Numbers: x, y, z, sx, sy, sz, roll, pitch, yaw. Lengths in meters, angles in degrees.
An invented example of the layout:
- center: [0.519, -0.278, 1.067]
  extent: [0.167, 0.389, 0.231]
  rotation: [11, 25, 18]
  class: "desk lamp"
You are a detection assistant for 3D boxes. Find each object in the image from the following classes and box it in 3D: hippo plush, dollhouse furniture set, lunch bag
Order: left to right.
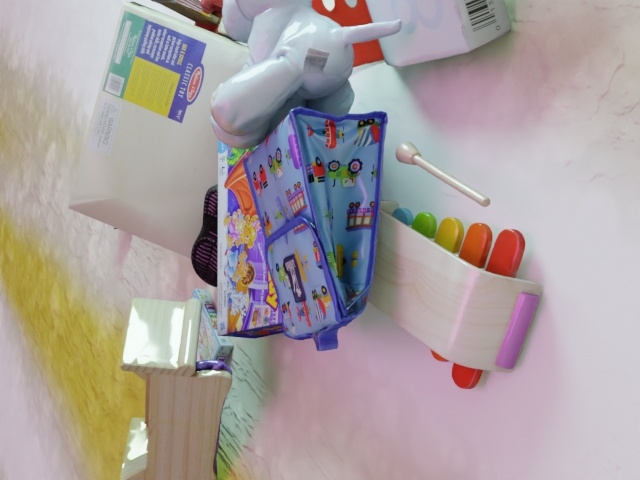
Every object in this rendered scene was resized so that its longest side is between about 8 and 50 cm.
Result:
- center: [-0.185, -0.452, 1.619]
  extent: [0.374, 0.201, 0.152]
  rotation: [22, 91, 51]
  class: "dollhouse furniture set"
- center: [-0.076, -0.280, 1.270]
  extent: [0.237, 0.234, 0.294]
  rotation: [64, 162, 11]
  class: "hippo plush"
- center: [0.000, 0.000, 1.238]
  extent: [0.221, 0.138, 0.293]
  rotation: [149, 118, -66]
  class: "lunch bag"

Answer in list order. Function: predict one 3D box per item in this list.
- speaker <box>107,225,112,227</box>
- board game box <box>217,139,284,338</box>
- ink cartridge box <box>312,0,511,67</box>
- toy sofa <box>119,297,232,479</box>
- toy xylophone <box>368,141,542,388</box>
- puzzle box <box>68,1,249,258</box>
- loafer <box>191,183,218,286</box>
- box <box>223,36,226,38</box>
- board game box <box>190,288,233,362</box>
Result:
- center: [-0.442, -0.092, 2.083]
  extent: [0.055, 0.055, 0.136]
  rotation: [4, 88, 56]
  class: "speaker"
- center: [-0.069, -0.031, 1.473]
  extent: [0.233, 0.078, 0.347]
  rotation: [-17, 70, 49]
  class: "board game box"
- center: [0.051, -0.381, 1.239]
  extent: [0.385, 0.091, 0.308]
  rotation: [0, 115, 55]
  class: "ink cartridge box"
- center: [-0.246, 0.273, 1.594]
  extent: [0.150, 0.177, 0.363]
  rotation: [-91, 9, -48]
  class: "toy sofa"
- center: [0.144, 0.022, 1.163]
  extent: [0.323, 0.081, 0.236]
  rotation: [47, 124, 49]
  class: "toy xylophone"
- center: [-0.281, -0.194, 1.700]
  extent: [0.052, 0.272, 0.409]
  rotation: [-57, -11, -69]
  class: "puzzle box"
- center: [-0.168, -0.010, 1.657]
  extent: [0.080, 0.078, 0.220]
  rotation: [34, 129, 19]
  class: "loafer"
- center: [-0.215, -0.333, 1.806]
  extent: [0.137, 0.027, 0.094]
  rotation: [-62, 40, 29]
  class: "box"
- center: [-0.215, 0.178, 1.727]
  extent: [0.103, 0.026, 0.154]
  rotation: [-62, 39, 29]
  class: "board game box"
